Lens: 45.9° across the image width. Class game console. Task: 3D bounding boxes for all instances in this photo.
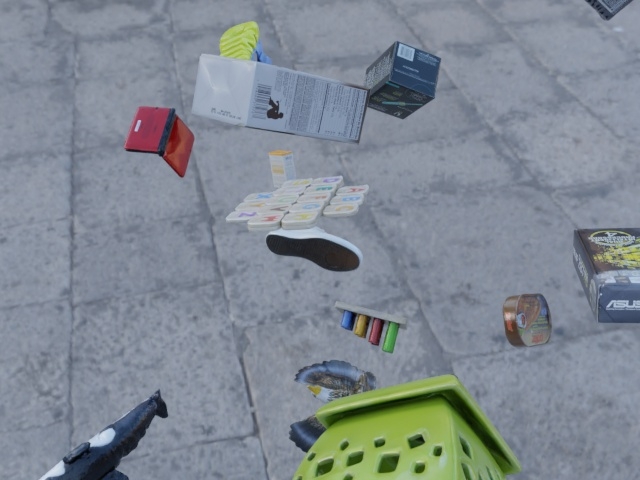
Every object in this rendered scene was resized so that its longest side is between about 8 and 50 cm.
[{"bbox_3d":[-0.354,-0.218,1.670,0.124,0.085,0.144,5,49,1],"label":"game console"}]

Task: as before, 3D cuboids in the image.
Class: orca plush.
[{"bbox_3d":[-0.375,0.398,1.354,0.102,0.151,0.287,49,44,8],"label":"orca plush"}]

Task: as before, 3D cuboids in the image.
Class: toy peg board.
[{"bbox_3d":[0.110,0.201,1.709,0.161,0.161,0.079,13,81,9],"label":"toy peg board"}]

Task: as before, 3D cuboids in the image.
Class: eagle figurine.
[{"bbox_3d":[0.050,0.403,1.855,0.226,0.298,0.225,-34,90,-27],"label":"eagle figurine"}]

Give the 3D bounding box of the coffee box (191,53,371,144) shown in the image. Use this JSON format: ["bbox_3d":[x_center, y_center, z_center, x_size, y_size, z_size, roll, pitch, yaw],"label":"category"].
[{"bbox_3d":[-0.069,-0.266,1.435,0.297,0.118,0.168,0,15,-46],"label":"coffee box"}]

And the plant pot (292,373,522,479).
[{"bbox_3d":[0.110,0.295,0.886,0.228,0.227,0.207,-19,36,29],"label":"plant pot"}]

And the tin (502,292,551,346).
[{"bbox_3d":[0.419,0.162,1.529,0.040,0.106,0.190,-15,-12,34],"label":"tin"}]

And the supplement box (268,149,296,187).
[{"bbox_3d":[-0.100,-0.191,2.032,0.036,0.098,0.062,-22,22,-37],"label":"supplement box"}]

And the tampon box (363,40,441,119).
[{"bbox_3d":[0.183,-0.365,1.743,0.121,0.161,0.101,17,75,-18],"label":"tampon box"}]

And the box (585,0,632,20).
[{"bbox_3d":[0.403,-0.476,0.970,0.294,0.296,0.182,-3,57,-57],"label":"box"}]

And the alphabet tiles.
[{"bbox_3d":[-0.047,-0.081,1.588,0.278,0.021,0.284,-2,22,16],"label":"alphabet tiles"}]

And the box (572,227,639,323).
[{"bbox_3d":[0.745,0.066,1.558,0.395,0.097,0.318,0,23,10],"label":"box"}]

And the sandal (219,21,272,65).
[{"bbox_3d":[-0.179,-0.369,1.721,0.126,0.138,0.317,-11,40,27],"label":"sandal"}]

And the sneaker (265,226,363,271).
[{"bbox_3d":[0.000,0.000,2.068,0.290,0.105,0.123,16,35,26],"label":"sneaker"}]
